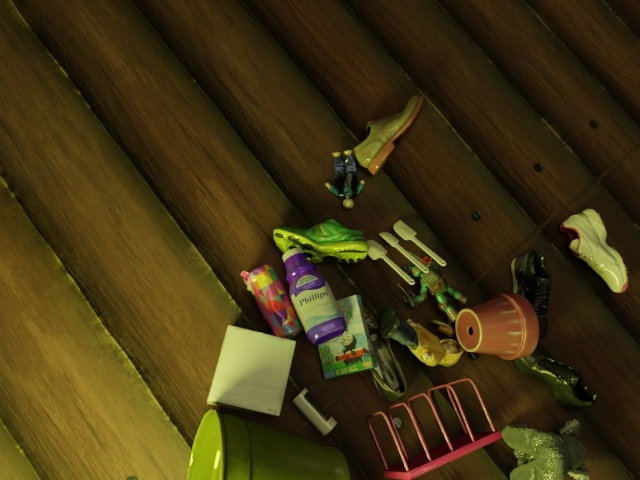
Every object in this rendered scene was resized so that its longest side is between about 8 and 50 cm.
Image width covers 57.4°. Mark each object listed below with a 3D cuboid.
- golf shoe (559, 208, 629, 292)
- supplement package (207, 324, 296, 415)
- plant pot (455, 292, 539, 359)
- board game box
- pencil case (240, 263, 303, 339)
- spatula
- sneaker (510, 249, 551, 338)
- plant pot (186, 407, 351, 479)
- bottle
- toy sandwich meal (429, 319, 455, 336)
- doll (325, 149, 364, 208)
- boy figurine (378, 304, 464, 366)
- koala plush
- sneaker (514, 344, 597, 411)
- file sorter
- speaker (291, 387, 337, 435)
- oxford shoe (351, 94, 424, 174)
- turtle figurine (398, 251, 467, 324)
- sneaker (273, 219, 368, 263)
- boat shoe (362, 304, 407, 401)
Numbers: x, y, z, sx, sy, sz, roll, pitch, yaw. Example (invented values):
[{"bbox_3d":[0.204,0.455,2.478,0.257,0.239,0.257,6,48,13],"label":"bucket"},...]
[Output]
[{"bbox_3d":[0.924,0.046,1.984,0.140,0.115,0.306,-17,69,-6],"label":"golf shoe"},{"bbox_3d":[-0.190,0.363,1.603,0.194,0.149,0.203,15,69,-6],"label":"supplement package"},{"bbox_3d":[0.516,0.260,1.750,0.180,0.201,0.201,-1,71,-21],"label":"plant pot"},{"bbox_3d":[0.065,0.281,1.697,0.160,0.039,0.211,-21,71,25],"label":"board game box"},{"bbox_3d":[-0.141,0.182,1.705,0.104,0.104,0.236,-28,79,-19],"label":"pencil case"},{"bbox_3d":[0.258,0.040,1.815,0.168,0.019,0.242,-29,48,-18],"label":"spatula"},{"bbox_3d":[0.683,0.170,1.870,0.107,0.124,0.283,-1,72,-12],"label":"sneaker"},{"bbox_3d":[-0.125,0.622,1.445,0.353,0.366,0.366,12,69,-20],"label":"plant pot"},{"bbox_3d":[-0.029,0.154,1.688,0.118,0.092,0.283,-20,66,-10],"label":"bottle"},{"bbox_3d":[0.371,0.271,1.793,0.085,0.085,0.029,25,76,-3],"label":"toy sandwich meal"},{"bbox_3d":[0.079,-0.194,1.901,0.129,0.046,0.189,-8,85,4],"label":"doll"},{"bbox_3d":[0.308,0.304,1.730,0.285,0.177,0.092,29,109,-17],"label":"boy figurine"},{"bbox_3d":[0.683,0.621,1.693,0.221,0.203,0.196,3,71,-24],"label":"koala plush"},{"bbox_3d":[0.727,0.407,1.796,0.286,0.130,0.109,38,70,4],"label":"sneaker"},{"bbox_3d":[0.303,0.518,1.628,0.291,0.202,0.182,-17,74,-17],"label":"file sorter"},{"bbox_3d":[-0.017,0.484,1.650,0.055,0.055,0.136,-41,83,-21],"label":"speaker"},{"bbox_3d":[0.229,-0.385,1.970,0.130,0.123,0.348,34,67,7],"label":"oxford shoe"},{"bbox_3d":[0.344,0.143,1.818,0.234,0.118,0.175,42,68,-2],"label":"turtle figurine"},{"bbox_3d":[0.000,0.000,1.810,0.295,0.109,0.123,8,43,-5],"label":"sneaker"},{"bbox_3d":[0.160,0.313,1.724,0.112,0.095,0.335,-25,78,-19],"label":"boat shoe"}]
